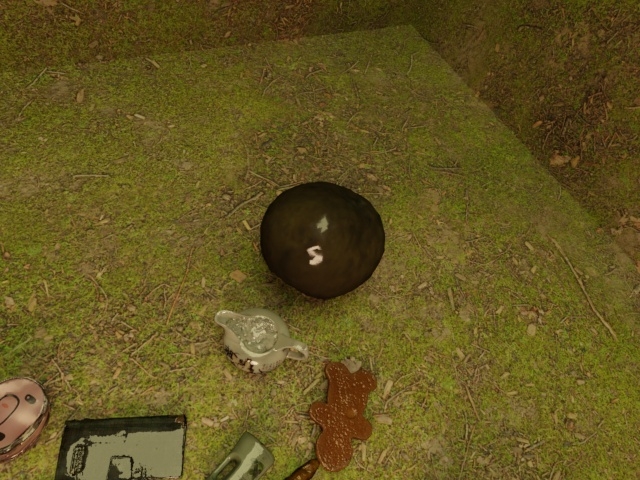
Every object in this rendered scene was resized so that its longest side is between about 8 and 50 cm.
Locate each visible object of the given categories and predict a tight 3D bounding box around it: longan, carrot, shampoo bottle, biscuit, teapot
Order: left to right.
[{"bbox_3d":[-0.238,0.642,1.193,0.118,0.087,0.234,40,56,10],"label":"shampoo bottle"},{"bbox_3d":[-0.178,0.309,1.397,0.300,0.165,0.208,13,42,6],"label":"teapot"},{"bbox_3d":[-0.114,0.700,1.205,0.314,0.066,0.066,-29,69,-32],"label":"carrot"},{"bbox_3d":[-0.004,0.000,1.499,0.436,0.404,0.404,-14,59,-49],"label":"longan"},{"bbox_3d":[0.061,0.532,1.363,0.206,0.049,0.323,20,49,-8],"label":"biscuit"}]

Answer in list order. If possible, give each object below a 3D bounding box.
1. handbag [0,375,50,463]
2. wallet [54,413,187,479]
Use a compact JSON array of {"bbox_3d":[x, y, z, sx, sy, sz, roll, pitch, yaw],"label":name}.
[{"bbox_3d":[-0.801,0.459,1.148,0.179,0.116,0.205,29,53,4],"label":"handbag"},{"bbox_3d":[-0.527,0.559,1.198,0.317,0.044,0.168,2,58,-13],"label":"wallet"}]
